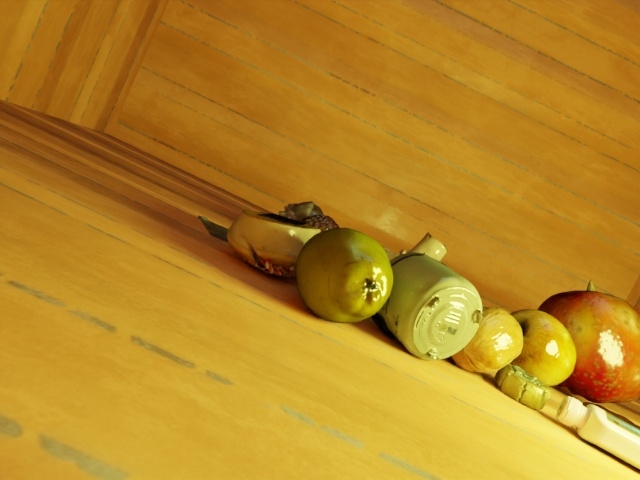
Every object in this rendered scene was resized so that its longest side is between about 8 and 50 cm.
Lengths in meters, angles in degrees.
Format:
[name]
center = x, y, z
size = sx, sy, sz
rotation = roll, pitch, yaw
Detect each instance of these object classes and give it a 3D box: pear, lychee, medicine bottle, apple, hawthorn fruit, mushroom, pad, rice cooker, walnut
[pear]
center = 0.048, 0.074, 0.988
size = 0.212, 0.212, 0.269
rotation = 24, 0, -23
[lychee]
center = 0.000, 0.000, 1.656
size = 0.238, 0.200, 0.200
rotation = -19, 36, -41
[medicine bottle]
center = 0.642, 0.428, 0.998
size = 0.219, 0.078, 0.115
rotation = 27, 7, 20
[apple]
center = 0.650, 0.331, 1.382
size = 0.207, 0.237, 0.237
rotation = 41, -2, -23
[hawthorn fruit]
center = 0.898, 0.329, 1.529
size = 0.403, 0.402, 0.403
rotation = 26, 4, -2
[mushroom]
center = 0.322, 0.096, 1.677
size = 0.292, 0.290, 0.292
rotation = 37, 0, 0
[pad]
center = -0.297, -0.022, 1.447
size = 0.160, 0.009, 0.265
rotation = 24, 5, -28
[rice cooker]
center = 0.244, 0.154, 1.092
size = 0.226, 0.226, 0.244
rotation = 23, 10, -29
[walnut]
center = 0.419, 0.249, 1.150
size = 0.197, 0.165, 0.165
rotation = -21, 33, -33

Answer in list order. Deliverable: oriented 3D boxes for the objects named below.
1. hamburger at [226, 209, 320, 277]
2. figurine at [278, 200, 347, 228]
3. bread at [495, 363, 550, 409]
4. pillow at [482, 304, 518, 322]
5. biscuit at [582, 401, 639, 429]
[hamburger]
center = -0.118, 0.010, 1.207
size = 0.227, 0.151, 0.295
rotation = 21, 10, 23
[figurine]
center = -0.011, -0.010, 1.857
size = 0.381, 0.203, 0.248
rotation = 39, 18, -6
[bread]
center = 0.499, 0.356, 1.127
size = 0.117, 0.064, 0.156
rotation = 28, 6, 7
[pillow]
center = 0.411, 0.235, 1.412
size = 0.255, 0.119, 0.322
rotation = 4, 5, -22
[biscuit]
center = 0.879, 0.537, 1.330
size = 0.212, 0.036, 0.212
rotation = 26, 3, -1
